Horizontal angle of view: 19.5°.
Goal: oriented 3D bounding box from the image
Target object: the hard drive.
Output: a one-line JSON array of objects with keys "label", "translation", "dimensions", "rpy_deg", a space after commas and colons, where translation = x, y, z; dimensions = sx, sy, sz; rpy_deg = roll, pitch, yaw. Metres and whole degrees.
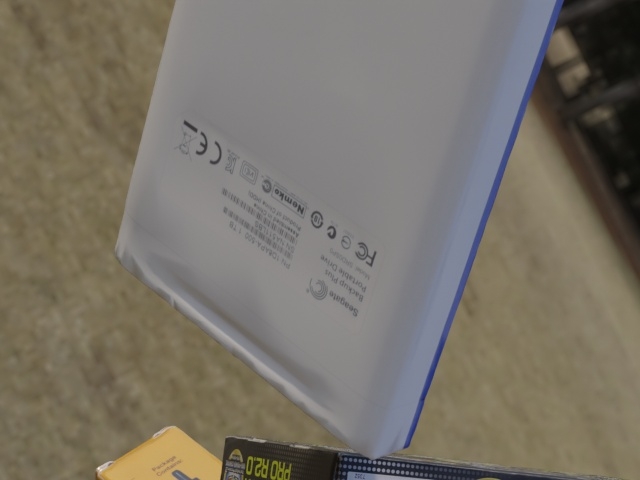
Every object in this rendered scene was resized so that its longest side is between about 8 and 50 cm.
[{"label": "hard drive", "translation": [0.007, -0.082, 0.916], "dimensions": [0.040, 0.319, 0.210], "rpy_deg": [-12, 38, -45]}]

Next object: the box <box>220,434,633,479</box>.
[{"label": "box", "translation": [0.095, 0.165, 1.131], "dimensions": [0.216, 0.270, 0.060], "rpy_deg": [170, -72, -70]}]

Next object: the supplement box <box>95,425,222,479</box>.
[{"label": "supplement box", "translation": [-0.056, 0.228, 1.299], "dimensions": [0.233, 0.078, 0.080], "rpy_deg": [35, -44, 31]}]
